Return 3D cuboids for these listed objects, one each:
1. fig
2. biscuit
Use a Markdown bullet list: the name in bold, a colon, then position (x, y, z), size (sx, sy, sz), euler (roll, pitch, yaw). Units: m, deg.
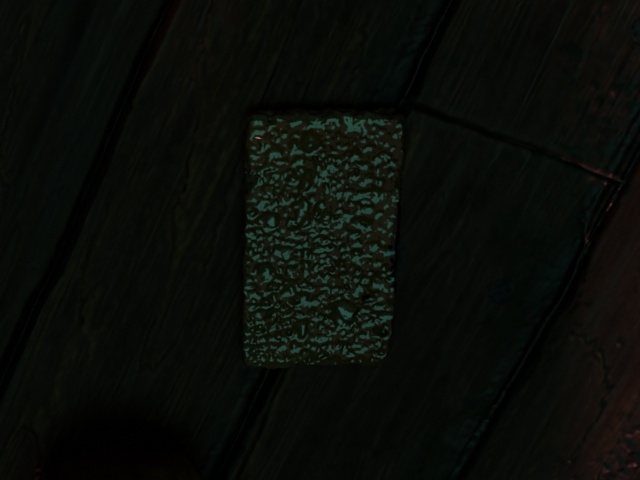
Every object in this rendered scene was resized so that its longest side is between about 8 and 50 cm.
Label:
- **fig**: position (-0.140, 0.272, 1.500), size (0.160, 0.143, 0.230), euler (-35, 89, 5)
- **biscuit**: position (0.000, 0.000, 1.455), size (0.131, 0.025, 0.230), euler (0, 119, -7)
